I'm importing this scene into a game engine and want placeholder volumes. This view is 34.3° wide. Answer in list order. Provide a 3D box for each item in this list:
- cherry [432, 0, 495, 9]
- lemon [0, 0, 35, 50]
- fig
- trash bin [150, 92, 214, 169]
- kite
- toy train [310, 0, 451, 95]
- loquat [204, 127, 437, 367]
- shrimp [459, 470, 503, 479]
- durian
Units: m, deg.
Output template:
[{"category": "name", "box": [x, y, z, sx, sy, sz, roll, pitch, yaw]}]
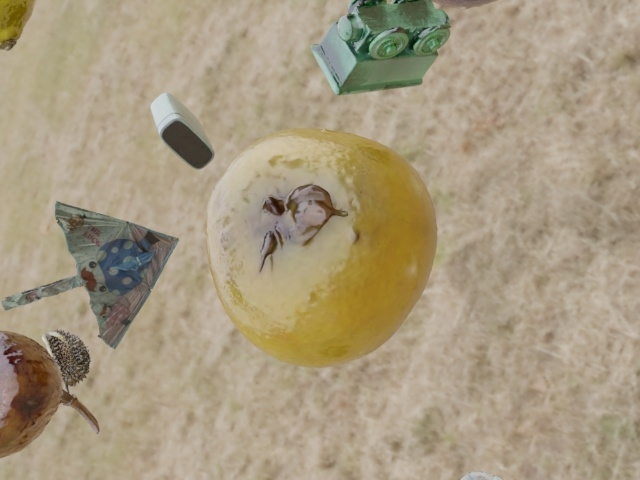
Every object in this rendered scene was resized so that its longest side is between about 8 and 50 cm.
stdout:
[{"category": "cherry", "box": [0.180, -0.356, 1.279, 0.176, 0.176, 0.140, -21, 91, 56]}, {"category": "lemon", "box": [-0.313, -0.232, 0.936, 0.109, 0.133, 0.109, -33, 4, 3]}, {"category": "fig", "box": [-0.333, 0.175, 1.204, 0.146, 0.201, 0.134, -46, 62, 24]}, {"category": "trash bin", "box": [-0.258, -0.205, 1.934, 0.059, 0.116, 0.130, -40, 33, 7]}, {"category": "kite", "box": [-0.383, 0.062, 1.760, 0.011, 0.314, 0.335, 48, 155, 49]}, {"category": "toy train", "box": [0.136, -0.410, 2.112, 0.145, 0.266, 0.202, 64, 143, 20]}, {"category": "loquat", "box": [0.000, 0.000, 1.169, 0.275, 0.275, 0.275, -43, 36, 41]}, {"category": "shrimp", "box": [0.310, 0.542, 1.978, 0.148, 0.035, 0.195, 4, 76, 38]}, {"category": "durian", "box": [-0.486, 0.230, 2.023, 0.071, 0.110, 0.140, -25, 63, 5]}]
